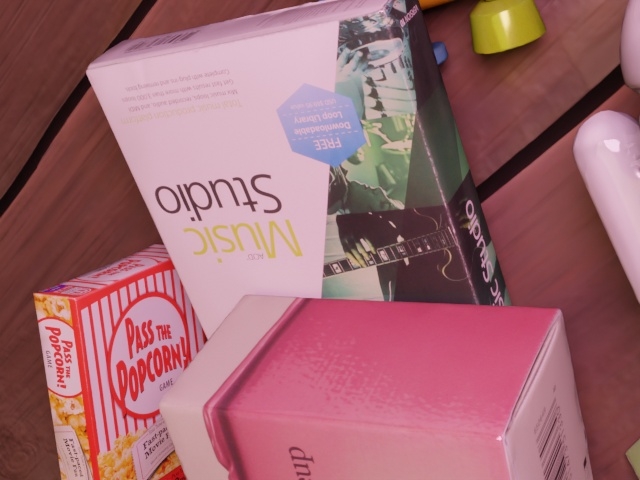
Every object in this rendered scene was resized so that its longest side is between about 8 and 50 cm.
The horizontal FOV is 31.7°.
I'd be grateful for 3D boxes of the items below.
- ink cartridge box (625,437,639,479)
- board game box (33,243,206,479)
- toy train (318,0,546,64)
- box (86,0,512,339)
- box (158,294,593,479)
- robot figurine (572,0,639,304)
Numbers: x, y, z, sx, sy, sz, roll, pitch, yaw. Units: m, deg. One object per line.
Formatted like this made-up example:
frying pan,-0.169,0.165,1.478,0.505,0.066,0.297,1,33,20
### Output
ink cartridge box,0.278,0.183,0.680,0.109,0.062,0.209,-57,31,31
board game box,-0.150,0.114,0.897,0.045,0.147,0.193,4,107,31
toy train,0.104,-0.180,0.685,0.248,0.105,0.143,-11,109,33
box,0.000,0.000,0.774,0.232,0.058,0.322,-5,120,32
box,0.039,0.130,0.721,0.232,0.127,0.148,0,122,29
robot figurine,0.272,-0.040,0.559,0.300,0.200,0.353,-15,97,38
